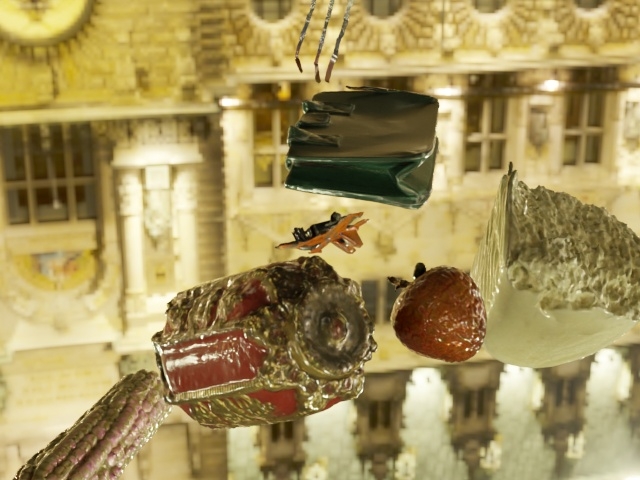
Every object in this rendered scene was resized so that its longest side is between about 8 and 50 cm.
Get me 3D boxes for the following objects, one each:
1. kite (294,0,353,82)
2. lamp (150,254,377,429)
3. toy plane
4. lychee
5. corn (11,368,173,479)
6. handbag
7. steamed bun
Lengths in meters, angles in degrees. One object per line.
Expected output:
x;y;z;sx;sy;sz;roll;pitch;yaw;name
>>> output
0.014;-0.307;1.396;0.016;0.229;0.127;22;-171;42;kite
-0.063;0.112;1.222;0.177;0.177;0.274;-17;180;-41;lamp
-0.004;-0.010;1.916;0.188;0.135;0.062;0;-121;-36;toy plane
0.119;0.078;1.254;0.140;0.114;0.101;27;-124;19;lychee
-0.333;0.312;1.735;0.126;0.126;0.335;10;-147;27;corn
0.074;-0.163;1.853;0.238;0.089;0.326;6;-153;6;handbag
0.382;0.061;1.813;0.272;0.273;0.290;17;-143;1;steamed bun
